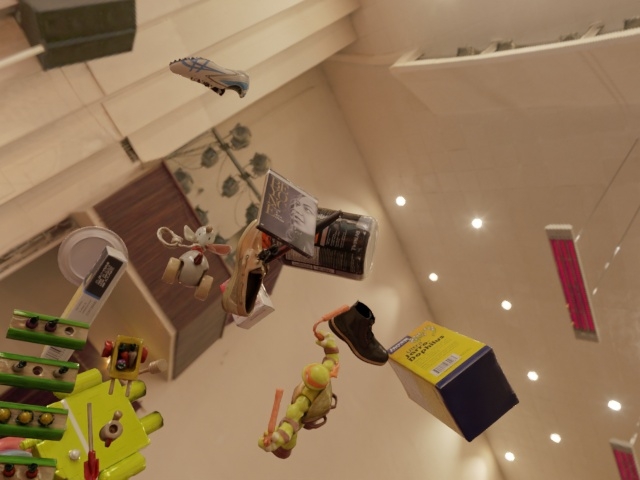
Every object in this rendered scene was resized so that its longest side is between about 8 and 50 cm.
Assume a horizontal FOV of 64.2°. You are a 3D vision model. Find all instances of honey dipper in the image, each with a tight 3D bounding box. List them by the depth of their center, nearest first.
[{"bbox_3d":[-0.434,0.321,1.244,0.161,0.030,0.030,-25,-74,32],"label":"honey dipper"}]

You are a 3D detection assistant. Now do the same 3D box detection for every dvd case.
[{"bbox_3d":[-0.078,-0.072,1.290,0.164,0.221,0.018,31,-52,-24],"label":"dvd case"}]

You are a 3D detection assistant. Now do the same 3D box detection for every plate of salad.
[{"bbox_3d":[-0.702,0.053,1.581,0.200,0.200,0.048,61,-13,-20],"label":"plate of salad"}]

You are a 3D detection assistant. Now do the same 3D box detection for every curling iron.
[{"bbox_3d":[-0.054,-0.007,1.418,0.035,0.274,0.068,61,0,13],"label":"curling iron"}]

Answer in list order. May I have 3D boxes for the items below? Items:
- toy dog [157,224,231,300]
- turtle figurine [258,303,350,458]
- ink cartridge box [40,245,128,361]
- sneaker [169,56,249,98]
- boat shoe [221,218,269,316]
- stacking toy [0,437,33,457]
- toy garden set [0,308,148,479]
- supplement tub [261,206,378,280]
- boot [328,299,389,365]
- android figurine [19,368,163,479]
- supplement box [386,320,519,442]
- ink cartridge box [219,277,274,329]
[{"bbox_3d":[-0.408,0.034,1.700,0.161,0.220,0.333,-53,-141,30],"label":"toy dog"},{"bbox_3d":[-0.015,0.243,0.803,0.087,0.269,0.217,26,-45,7],"label":"turtle figurine"},{"bbox_3d":[-0.636,0.160,1.383,0.072,0.303,0.307,32,-9,-24],"label":"ink cartridge box"},{"bbox_3d":[-0.321,-0.474,1.490,0.085,0.237,0.086,-3,-98,63],"label":"sneaker"},{"bbox_3d":[-0.224,0.093,1.734,0.110,0.341,0.122,8,-13,35],"label":"boat shoe"},{"bbox_3d":[-0.634,0.597,1.122,0.130,0.279,0.308,2,-95,36],"label":"stacking toy"},{"bbox_3d":[-0.362,0.226,0.734,0.204,0.244,0.049,19,-39,-29],"label":"toy garden set"},{"bbox_3d":[0.000,0.000,1.610,0.338,0.207,0.207,11,-43,14],"label":"supplement tub"},{"bbox_3d":[0.130,0.251,1.365,0.198,0.077,0.137,36,-43,-8],"label":"boot"},{"bbox_3d":[-0.469,0.393,1.060,0.056,0.273,0.248,-45,-109,34],"label":"android figurine"},{"bbox_3d":[0.380,0.406,1.543,0.194,0.195,0.356,60,-14,-12],"label":"supplement box"},{"bbox_3d":[-0.314,0.247,2.187,0.092,0.158,0.218,40,17,-55],"label":"ink cartridge box"}]
